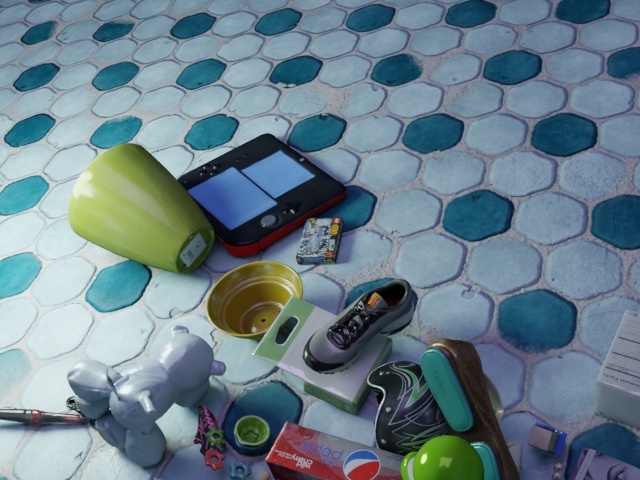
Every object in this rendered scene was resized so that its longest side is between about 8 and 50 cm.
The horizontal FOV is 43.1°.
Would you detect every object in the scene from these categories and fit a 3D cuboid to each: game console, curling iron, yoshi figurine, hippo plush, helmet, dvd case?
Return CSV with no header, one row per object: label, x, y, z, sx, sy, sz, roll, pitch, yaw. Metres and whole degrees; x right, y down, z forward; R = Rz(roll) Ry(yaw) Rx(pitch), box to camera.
game console,-0.171,-0.132,2.109,0.342,0.060,0.386,-34,46,-17
curling iron,-0.606,0.367,1.739,0.274,0.035,0.068,-7,39,10
yoshi figurine,0.214,0.442,1.211,0.203,0.204,0.362,-44,40,18
hippo plush,-0.338,0.265,1.603,0.234,0.294,0.236,34,52,16
helmet,0.164,0.309,1.467,0.170,0.169,0.161,-24,29,-8
dvd case,0.506,0.446,1.319,0.221,0.018,0.164,18,53,32

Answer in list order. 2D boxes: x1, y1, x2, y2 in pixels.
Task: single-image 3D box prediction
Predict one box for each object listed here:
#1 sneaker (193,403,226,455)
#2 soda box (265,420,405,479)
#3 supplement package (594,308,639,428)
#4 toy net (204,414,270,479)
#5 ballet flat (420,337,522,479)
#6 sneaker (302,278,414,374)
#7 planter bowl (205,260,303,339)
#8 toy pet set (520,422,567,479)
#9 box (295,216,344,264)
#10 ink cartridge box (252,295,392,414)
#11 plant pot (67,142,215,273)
sneaker,-0.231,0.377,1.609,0.057,0.047,0.119,-32,42,0
soda box,0.040,0.414,1.451,0.264,0.083,0.092,10,49,27
supplement package,0.572,0.232,1.458,0.105,0.105,0.179,17,52,28
toy net,-0.146,0.430,1.490,0.122,0.045,0.232,3,42,-16
ballet flat,0.274,0.325,1.376,0.124,0.116,0.342,-11,78,-38
sneaker,0.074,0.160,1.596,0.272,0.108,0.100,-34,61,-23
planter bowl,-0.135,0.152,1.775,0.217,0.090,0.217,-8,43,8
toy pet set,0.376,0.379,1.417,0.122,0.065,0.114,14,81,41
box,0.000,0.000,1.939,0.094,0.027,0.137,-2,44,15
ink cartridge box,0.006,0.228,1.641,0.235,0.056,0.171,21,54,19
plant pot,-0.410,-0.049,1.980,0.294,0.274,0.275,33,60,21
